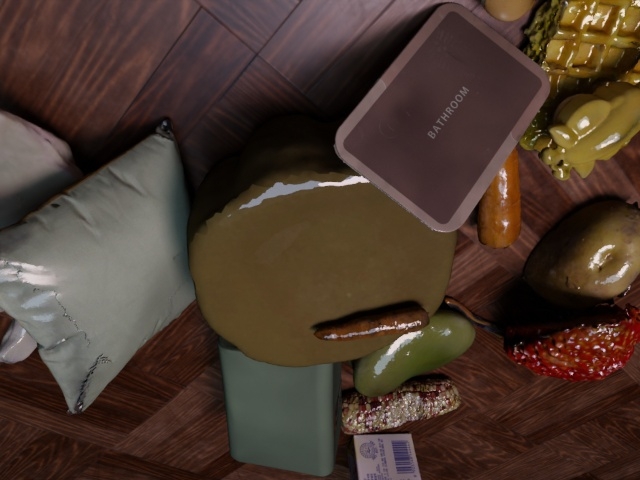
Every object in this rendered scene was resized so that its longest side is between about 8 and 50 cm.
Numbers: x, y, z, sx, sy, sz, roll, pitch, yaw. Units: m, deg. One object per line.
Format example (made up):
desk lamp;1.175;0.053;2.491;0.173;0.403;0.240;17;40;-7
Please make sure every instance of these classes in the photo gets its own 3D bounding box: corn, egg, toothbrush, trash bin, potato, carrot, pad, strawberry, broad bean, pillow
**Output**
corn;0.181;0.380;1.070;0.290;0.098;0.098;-11;130;4
egg;0.217;-0.295;0.534;0.071;0.071;0.083;-12;135;3
toothbrush;0.364;0.189;0.984;0.321;0.023;0.031;34;109;-29
trash bin;-0.069;0.288;0.899;0.223;0.158;0.343;7;129;8
potato;0.451;0.042;0.801;0.098;0.138;0.243;16;123;-14
carrot;0.281;-0.086;0.717;0.072;0.072;0.205;-11;127;2
carrot;0.072;0.119;0.641;0.165;0.035;0.035;-9;130;-4
pad;0.150;-0.151;0.539;0.176;0.266;0.002;38;164;-1
strawberry;0.459;0.199;0.839;0.234;0.137;0.306;-18;170;18
broad bean;0.176;0.208;0.927;0.263;0.121;0.189;-22;134;-3
pillow;-0.275;0.040;0.636;0.119;0.310;0.312;23;138;26

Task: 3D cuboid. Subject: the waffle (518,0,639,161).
waffle;0.383;-0.243;0.606;0.307;0.060;0.312;33;117;-28

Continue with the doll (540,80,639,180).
doll;0.398;-0.188;0.561;0.117;0.086;0.291;35;114;-27

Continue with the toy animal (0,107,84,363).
toy animal;-0.434;-0.034;0.619;0.266;0.188;0.307;-42;141;-13

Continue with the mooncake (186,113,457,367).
mooncake;0.000;0.000;0.678;0.379;0.200;0.378;-7;130;-8

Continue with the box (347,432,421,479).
box;0.167;0.633;1.170;0.169;0.265;0.097;1;132;-8
